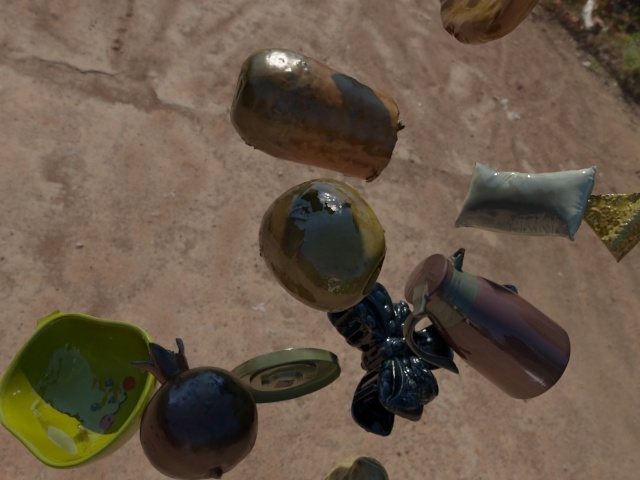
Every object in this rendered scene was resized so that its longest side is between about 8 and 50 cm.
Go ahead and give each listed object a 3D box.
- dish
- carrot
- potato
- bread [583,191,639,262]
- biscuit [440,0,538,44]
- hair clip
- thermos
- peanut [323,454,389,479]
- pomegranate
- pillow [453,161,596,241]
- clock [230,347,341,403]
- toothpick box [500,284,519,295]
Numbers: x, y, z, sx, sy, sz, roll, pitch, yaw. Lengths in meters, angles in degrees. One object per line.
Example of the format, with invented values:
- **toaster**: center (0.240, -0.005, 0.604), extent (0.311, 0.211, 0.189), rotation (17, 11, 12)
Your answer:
- **dish**: center (-0.357, 0.233, 0.901), extent (0.262, 0.108, 0.221), rotation (15, 62, 25)
- **carrot**: center (-0.015, -0.269, 1.252), extent (0.340, 0.224, 0.224), rotation (14, 39, -16)
- **potato**: center (0.000, 0.000, 0.661), extent (0.137, 0.137, 0.176), rotation (5, 17, -26)
- **bread**: center (0.654, -0.069, 1.309), extent (0.140, 0.169, 0.160), rotation (24, 19, -51)
- **biscuit**: center (0.180, -0.297, 0.629), extent (0.045, 0.154, 0.299), rotation (20, 47, -13)
- **hair clip**: center (0.146, 0.241, 1.228), extent (0.206, 0.194, 0.310), rotation (12, 52, -38)
- **thermos**: center (0.244, 0.136, 0.925), extent (0.265, 0.176, 0.146), rotation (34, 5, -20)
- **peanut**: center (0.076, 0.605, 1.387), extent (0.140, 0.325, 0.153), rotation (-23, 61, -31)
- **pomegranate**: center (-0.135, 0.177, 0.629), extent (0.129, 0.129, 0.160), rotation (-15, 84, -41)
- **pillow**: center (0.381, -0.079, 1.113), extent (0.078, 0.144, 0.253), rotation (17, -5, -44)
- **clock**: center (-0.072, 0.276, 1.169), extent (0.234, 0.235, 0.029), rotation (5, 54, -26)
- **toothpick box**: center (0.366, 0.134, 1.139), extent (0.052, 0.052, 0.083), rotation (13, 51, -17)
